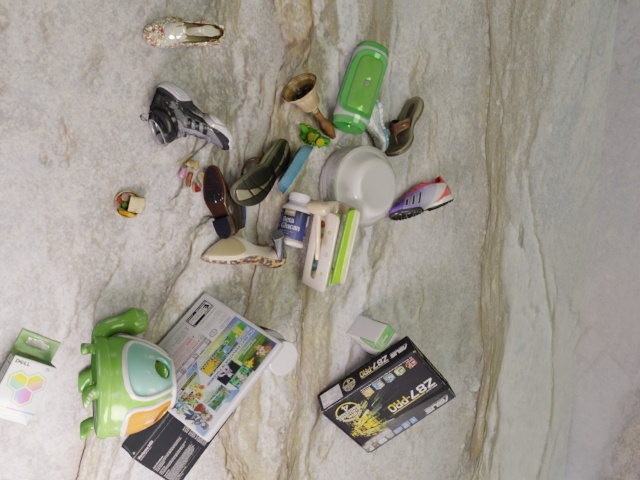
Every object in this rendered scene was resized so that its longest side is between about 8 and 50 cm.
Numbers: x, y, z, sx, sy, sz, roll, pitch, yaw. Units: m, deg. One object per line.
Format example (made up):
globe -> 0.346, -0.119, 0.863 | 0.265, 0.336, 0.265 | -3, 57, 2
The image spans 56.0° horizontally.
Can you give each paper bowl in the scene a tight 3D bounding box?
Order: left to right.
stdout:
paper bowl -> 0.147, -0.185, 2.075 | 0.285, 0.148, 0.283 | -6, 100, -39

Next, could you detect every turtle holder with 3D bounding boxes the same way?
turtle holder -> -0.506, 0.354, 1.569 | 0.228, 0.320, 0.243 | 0, 116, -24

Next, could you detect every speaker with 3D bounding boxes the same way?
speaker -> 0.137, -0.517, 2.041 | 0.131, 0.131, 0.296 | 23, 81, -38

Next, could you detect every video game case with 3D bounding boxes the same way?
video game case -> -0.319, 0.342, 1.692 | 0.329, 0.300, 0.036 | -50, 155, -23

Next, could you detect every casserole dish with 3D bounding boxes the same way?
casserole dish -> -0.084, -0.231, 1.916 | 0.037, 0.114, 0.188 | 34, 74, -10

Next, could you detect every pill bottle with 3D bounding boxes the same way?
pill bottle -> -0.177, 0.329, 1.824 | 0.131, 0.229, 0.131 | -5, 98, -38
pill bottle -> -0.084, -0.066, 1.938 | 0.094, 0.094, 0.169 | 16, 85, -38

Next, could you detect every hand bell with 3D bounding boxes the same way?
hand bell -> -0.012, -0.414, 1.968 | 0.126, 0.126, 0.242 | -58, 137, -18

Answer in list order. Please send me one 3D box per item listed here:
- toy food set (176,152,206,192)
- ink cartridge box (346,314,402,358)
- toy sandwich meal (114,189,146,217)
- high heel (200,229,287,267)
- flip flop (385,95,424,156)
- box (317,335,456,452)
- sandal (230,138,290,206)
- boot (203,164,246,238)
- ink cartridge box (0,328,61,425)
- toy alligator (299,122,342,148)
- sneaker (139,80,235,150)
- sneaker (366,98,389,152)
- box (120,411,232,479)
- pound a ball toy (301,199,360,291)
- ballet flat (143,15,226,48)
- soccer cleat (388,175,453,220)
toy food set -> -0.374, -0.189, 1.746 | 0.078, 0.019, 0.122 | -40, 126, -29
ink cartridge box -> 0.227, 0.380, 2.191 | 0.219, 0.160, 0.092 | 47, 68, -31
toy sandwich meal -> -0.516, -0.097, 1.635 | 0.086, 0.029, 0.085 | -5, 98, -38
high heel -> -0.230, 0.061, 1.864 | 0.262, 0.093, 0.186 | -14, 148, -10
flip flop -> 0.295, -0.421, 2.185 | 0.080, 0.112, 0.276 | 40, 67, -39
box -> 0.236, 0.554, 2.142 | 0.395, 0.097, 0.318 | -35, 124, 8
sandal -> -0.189, -0.209, 1.844 | 0.302, 0.086, 0.120 | -55, 150, -43
boot -> -0.284, -0.120, 1.800 | 0.106, 0.082, 0.219 | -26, 108, -64
ink cartridge box -> -0.733, 0.340, 1.494 | 0.109, 0.062, 0.209 | 32, 75, -35
toy alligator -> -0.010, -0.330, 1.998 | 0.190, 0.056, 0.051 | 23, 123, -39
sneaker -> -0.374, -0.306, 1.683 | 0.269, 0.101, 0.153 | 39, 72, -28
sneaker -> 0.184, -0.399, 2.137 | 0.083, 0.071, 0.190 | -20, 100, -27
box -> -0.411, 0.545, 1.746 | 0.261, 0.103, 0.184 | -52, 126, -21
pound a ball toy -> 0.000, 0.000, 1.935 | 0.208, 0.136, 0.318 | -17, 124, -49
ballet flat -> -0.368, -0.580, 1.668 | 0.241, 0.077, 0.091 | -17, 106, -35
soccer cleat -> 0.371, -0.159, 2.295 | 0.319, 0.109, 0.116 | -19, 84, -32
